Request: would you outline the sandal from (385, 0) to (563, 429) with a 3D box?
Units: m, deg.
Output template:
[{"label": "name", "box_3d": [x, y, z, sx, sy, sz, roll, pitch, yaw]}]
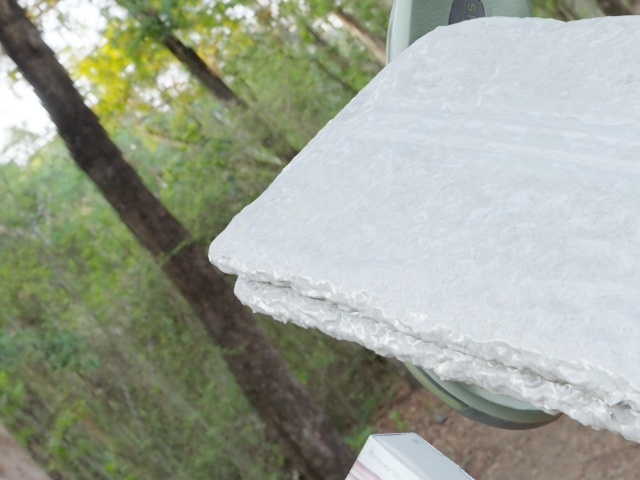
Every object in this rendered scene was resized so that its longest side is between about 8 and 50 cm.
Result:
[{"label": "sandal", "box_3d": [0.092, -0.044, 0.603, 0.120, 0.303, 0.086, 2, -16, -19]}]

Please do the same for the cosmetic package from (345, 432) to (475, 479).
[{"label": "cosmetic package", "box_3d": [0.084, 0.432, 1.454, 0.129, 0.153, 0.296, 13, -73, -52]}]

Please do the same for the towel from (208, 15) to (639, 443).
[{"label": "towel", "box_3d": [0.090, -0.020, 0.423, 0.187, 0.049, 0.282, -47, 34, -20]}]
